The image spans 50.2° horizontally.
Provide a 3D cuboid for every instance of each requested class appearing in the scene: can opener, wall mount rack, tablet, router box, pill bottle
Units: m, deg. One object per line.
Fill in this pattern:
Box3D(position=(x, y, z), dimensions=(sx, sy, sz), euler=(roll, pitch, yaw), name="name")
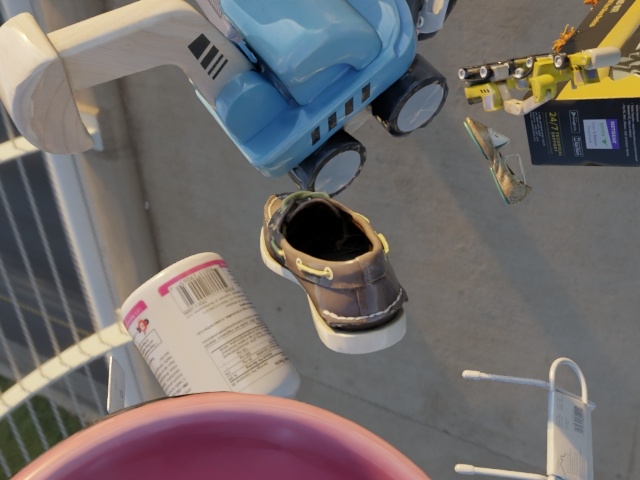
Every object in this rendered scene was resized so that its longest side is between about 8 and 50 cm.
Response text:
Box3D(position=(0.170, -0.451, 1.012), dimensions=(0.076, 0.095, 0.283), euler=(19, 110, 22), name="can opener")
Box3D(position=(0.447, 0.410, 1.435), dimensions=(0.304, 0.350, 0.130), euler=(24, 147, -21), name="wall mount rack")
Box3D(position=(-0.271, 0.202, 0.914), dimensions=(0.006, 0.083, 0.054), euler=(-11, 139, 0), name="tablet")
Box3D(position=(0.385, -0.187, 0.720), dimensions=(0.243, 0.309, 0.081), euler=(6, 130, 37), name="router box")
Box3D(position=(-0.128, 0.172, 0.908), dimensions=(0.283, 0.160, 0.160), euler=(56, 135, 11), name="pill bottle")

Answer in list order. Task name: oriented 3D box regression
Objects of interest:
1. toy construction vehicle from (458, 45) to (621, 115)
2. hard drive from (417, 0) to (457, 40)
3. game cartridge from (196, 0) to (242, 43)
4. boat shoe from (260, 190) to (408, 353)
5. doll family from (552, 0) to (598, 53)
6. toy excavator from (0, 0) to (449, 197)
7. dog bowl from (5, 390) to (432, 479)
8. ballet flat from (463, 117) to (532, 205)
Box3D(position=(0.146, -0.108, 0.467), dimensions=(0.098, 0.085, 0.035), euler=(20, 122, 63), name="toy construction vehicle")
Box3D(position=(0.228, -0.521, 1.291), dimensions=(0.054, 0.172, 0.255), euler=(7, 134, -23), name="hard drive")
Box3D(position=(-0.186, -0.533, 1.288), dimensions=(0.196, 0.060, 0.294), euler=(53, 155, 9), name="game cartridge")
Box3D(position=(0.000, 0.000, 0.744), dimensions=(0.324, 0.116, 0.097), euler=(-126, 23, -62), name="boat shoe")
Box3D(position=(0.418, -0.310, 1.060), dimensions=(0.118, 0.163, 0.263), euler=(44, 109, 15), name="doll family")
Box3D(position=(-0.096, -0.215, 0.826), dimensions=(0.222, 0.433, 0.445), euler=(52, -177, 27), name="toy excavator")
Box3D(position=(-0.056, 0.272, 0.390), dimensions=(0.408, 0.408, 0.150), euler=(38, 147, 9), name="dog bowl")
Box3D(position=(0.370, -0.173, 1.406), dimensions=(0.067, 0.073, 0.206), euler=(-29, 90, 22), name="ballet flat")
